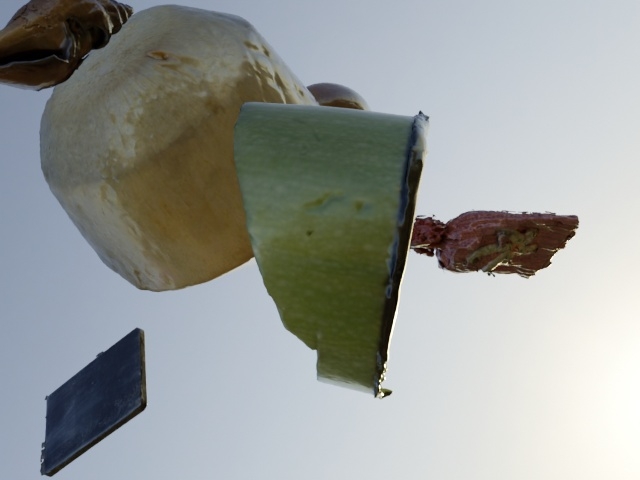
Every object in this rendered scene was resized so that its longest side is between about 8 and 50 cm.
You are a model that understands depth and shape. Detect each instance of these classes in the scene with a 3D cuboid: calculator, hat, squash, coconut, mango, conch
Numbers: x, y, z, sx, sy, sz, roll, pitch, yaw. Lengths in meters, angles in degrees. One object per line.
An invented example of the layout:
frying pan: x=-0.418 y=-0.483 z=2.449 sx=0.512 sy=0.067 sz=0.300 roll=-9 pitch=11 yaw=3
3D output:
calculator: x=-0.368 y=0.262 z=1.600 sx=0.262 sy=0.161 sz=0.021 roll=-36 pitch=-47 yaw=27
hat: x=0.276 y=0.010 z=1.661 sx=0.236 sy=0.286 sz=0.107 roll=111 pitch=162 yaw=-60
squash: x=0.010 y=0.010 z=0.722 sx=0.220 sy=0.133 sz=0.220 roll=2 pitch=-90 yaw=-85
coconut: x=-0.181 y=-0.116 z=1.417 sx=0.415 sy=0.344 sz=0.415 roll=-12 pitch=-60 yaw=-22
mango: x=0.021 y=-0.156 z=1.673 sx=0.192 sy=0.146 sz=0.316 roll=-62 pitch=-22 yaw=-3
conch: x=-0.289 y=-0.194 z=1.005 sx=0.232 sy=0.086 sz=0.080 roll=-49 pitch=-13 yaw=-28
